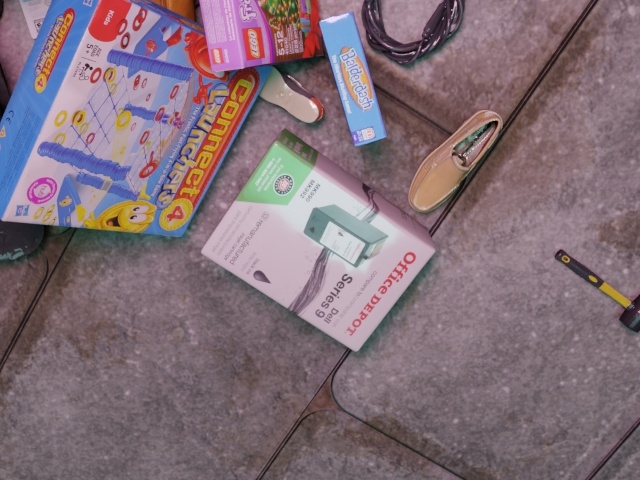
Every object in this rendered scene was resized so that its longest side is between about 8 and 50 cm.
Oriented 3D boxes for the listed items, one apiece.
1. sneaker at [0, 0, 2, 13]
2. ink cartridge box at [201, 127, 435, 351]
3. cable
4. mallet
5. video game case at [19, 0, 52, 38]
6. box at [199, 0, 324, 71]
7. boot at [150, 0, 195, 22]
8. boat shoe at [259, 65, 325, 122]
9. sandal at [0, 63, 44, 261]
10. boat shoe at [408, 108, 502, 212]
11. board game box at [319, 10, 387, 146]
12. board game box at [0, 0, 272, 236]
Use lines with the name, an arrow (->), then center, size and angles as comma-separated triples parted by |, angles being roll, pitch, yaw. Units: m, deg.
sneaker -> -0.620, -0.296, 0.938 | 0.258, 0.169, 0.447 | 23, 104, -3
ink cartridge box -> 0.000, 0.000, 1.029 | 0.289, 0.121, 0.211 | 33, 105, -8
cable -> 0.136, -0.349, 0.966 | 0.151, 0.047, 0.184 | 1, 104, -3
mallet -> 0.467, 0.068, 1.081 | 0.190, 0.039, 0.062 | 42, 103, -6
video game case -> -0.373, -0.386, 0.981 | 0.157, 0.019, 0.143 | -12, 105, 6
box -> -0.085, -0.381, 0.878 | 0.057, 0.201, 0.293 | 3, 110, 33
boot -> -0.200, -0.389, 0.929 | 0.104, 0.295, 0.211 | 29, 149, 29
boat shoe -> -0.052, -0.225, 1.004 | 0.137, 0.043, 0.049 | 37, 116, 6
sandal -> -0.509, -0.150, 0.945 | 0.168, 0.107, 0.445 | -19, 124, -9
boat shoe -> 0.202, -0.118, 1.012 | 0.068, 0.072, 0.190 | 33, 105, -8
board game box -> 0.044, -0.225, 0.915 | 0.047, 0.210, 0.160 | -16, 106, 6
board game box -> -0.253, -0.160, 0.903 | 0.086, 0.302, 0.308 | 40, 108, 29
